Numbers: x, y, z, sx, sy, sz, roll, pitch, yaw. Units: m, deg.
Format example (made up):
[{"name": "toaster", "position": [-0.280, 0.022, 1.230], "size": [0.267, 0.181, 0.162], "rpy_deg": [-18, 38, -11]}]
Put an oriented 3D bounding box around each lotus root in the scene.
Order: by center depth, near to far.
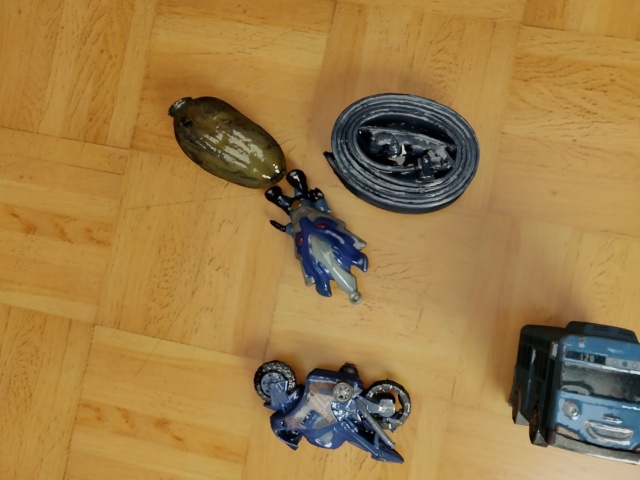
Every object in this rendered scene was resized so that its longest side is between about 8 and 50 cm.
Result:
[{"name": "lotus root", "position": [-0.123, -0.127, 0.832], "size": [0.179, 0.080, 0.089], "rpy_deg": [35, 86, 6]}]

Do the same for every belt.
[{"name": "belt", "position": [0.101, -0.109, 0.799], "size": [0.190, 0.082, 0.141], "rpy_deg": [17, 84, 7]}]

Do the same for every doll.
[{"name": "doll", "position": [0.000, 0.000, 0.816], "size": [0.096, 0.070, 0.195], "rpy_deg": [-36, 71, 11]}]

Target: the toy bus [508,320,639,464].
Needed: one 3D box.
[{"name": "toy bus", "position": [0.281, 0.155, 0.684], "size": [0.116, 0.234, 0.133], "rpy_deg": [10, 86, 8]}]

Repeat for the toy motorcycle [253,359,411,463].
[{"name": "toy motorcycle", "position": [0.011, 0.218, 0.802], "size": [0.205, 0.076, 0.114], "rpy_deg": [9, 97, 6]}]
